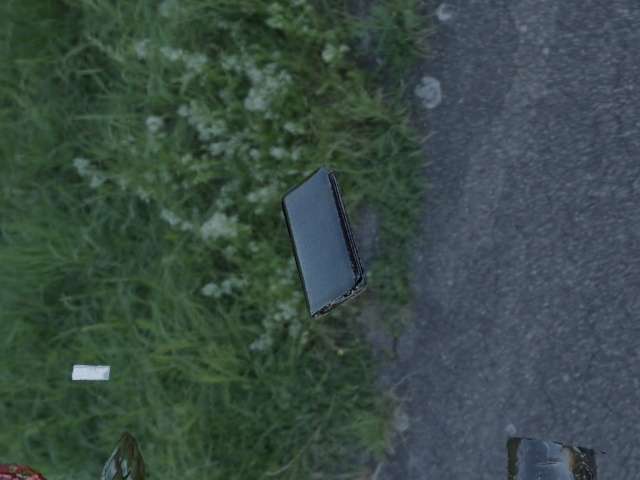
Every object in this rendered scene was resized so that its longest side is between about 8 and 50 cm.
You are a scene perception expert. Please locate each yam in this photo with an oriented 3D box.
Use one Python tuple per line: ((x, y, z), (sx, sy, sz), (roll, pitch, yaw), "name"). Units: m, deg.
((0.304, 0.392, 1.030), (0.131, 0.131, 0.279), (-22, 56, 46), "yam")

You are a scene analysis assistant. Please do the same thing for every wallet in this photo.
((0.000, 0.000, 1.133), (0.110, 0.031, 0.197), (-36, 57, 37), "wallet")
((-0.534, 0.309, 1.862), (0.011, 0.083, 0.044), (-111, 31, -50), "wallet")

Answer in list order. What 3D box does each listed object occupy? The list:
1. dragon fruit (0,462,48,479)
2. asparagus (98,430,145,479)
((-0.475, 0.421, 1.197), (0.153, 0.111, 0.152), (5, 109, 13), "dragon fruit")
((-0.281, 0.397, 1.100), (0.080, 0.080, 0.287), (-45, 34, 43), "asparagus")
